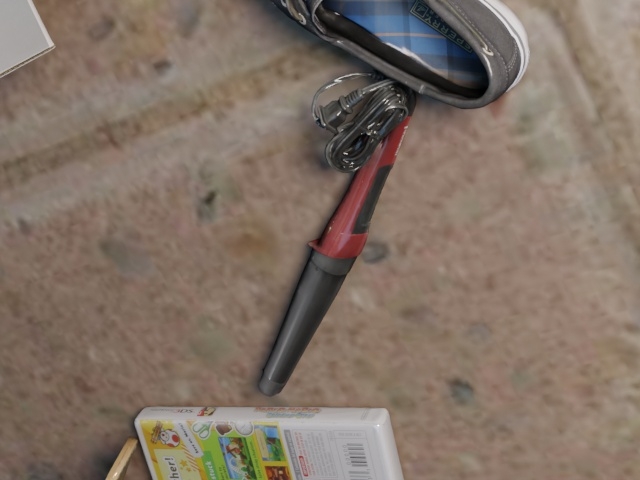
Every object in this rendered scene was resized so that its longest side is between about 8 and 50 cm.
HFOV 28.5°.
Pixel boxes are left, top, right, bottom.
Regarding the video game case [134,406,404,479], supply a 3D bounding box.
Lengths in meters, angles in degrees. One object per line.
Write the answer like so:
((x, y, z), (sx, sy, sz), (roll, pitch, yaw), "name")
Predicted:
((-0.024, 0.230, 0.988), (0.206, 0.026, 0.227), (-3, 116, 23), "video game case")

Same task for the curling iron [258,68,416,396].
((0.000, 0.000, 0.845), (0.068, 0.035, 0.274), (2, 129, -22), "curling iron")

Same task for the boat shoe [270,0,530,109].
((0.015, -0.146, 0.741), (0.228, 0.076, 0.080), (34, 123, 1), "boat shoe")

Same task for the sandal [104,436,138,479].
((-0.154, 0.244, 1.013), (0.079, 0.088, 0.240), (28, 134, -2), "sandal")

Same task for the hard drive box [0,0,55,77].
((-0.302, -0.196, 0.805), (0.181, 0.089, 0.232), (-5, 115, 43), "hard drive box")
